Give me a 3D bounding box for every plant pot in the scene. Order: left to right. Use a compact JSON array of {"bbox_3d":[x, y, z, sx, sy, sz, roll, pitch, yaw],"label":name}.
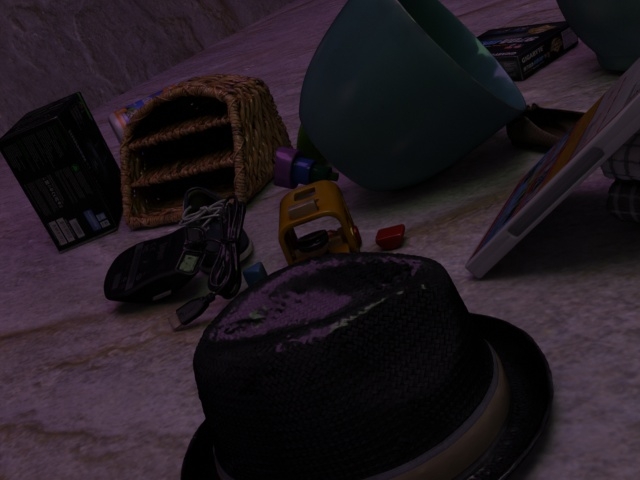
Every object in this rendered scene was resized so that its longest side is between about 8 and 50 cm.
[{"bbox_3d":[0.110,-0.213,1.114,0.235,0.293,0.293,-45,13,27],"label":"plant pot"},{"bbox_3d":[0.522,-0.391,1.226,0.293,0.196,0.293,-15,24,7],"label":"plant pot"}]

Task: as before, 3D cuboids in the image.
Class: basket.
[{"bbox_3d":[-0.239,-0.175,1.421,0.299,0.214,0.223,-7,27,33],"label":"basket"}]

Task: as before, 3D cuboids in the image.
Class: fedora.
[{"bbox_3d":[0.016,0.107,0.649,0.334,0.153,0.334,-19,23,9],"label":"fedora"}]

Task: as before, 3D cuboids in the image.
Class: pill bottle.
[{"bbox_3d":[-0.363,-0.294,1.873,0.272,0.152,0.152,-29,24,-13],"label":"pill bottle"}]

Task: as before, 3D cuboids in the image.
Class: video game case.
[{"bbox_3d":[0.273,-0.096,0.813,0.204,0.025,0.285,-47,-4,-45],"label":"video game case"}]

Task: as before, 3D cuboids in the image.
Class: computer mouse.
[{"bbox_3d":[-0.200,0.060,1.073,0.262,0.060,0.184,-25,44,23],"label":"computer mouse"}]

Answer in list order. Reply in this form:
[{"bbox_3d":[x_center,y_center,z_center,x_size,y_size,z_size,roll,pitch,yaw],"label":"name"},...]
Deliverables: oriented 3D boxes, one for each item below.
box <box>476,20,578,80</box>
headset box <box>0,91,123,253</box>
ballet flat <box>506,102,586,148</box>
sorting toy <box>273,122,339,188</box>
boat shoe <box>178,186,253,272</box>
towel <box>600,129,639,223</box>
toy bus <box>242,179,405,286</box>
[{"bbox_3d":[0.365,-0.370,1.513,0.175,0.051,0.220,-34,26,-25],"label":"box"},{"bbox_3d":[-0.513,-0.150,1.574,0.131,0.246,0.283,-23,22,0],"label":"headset box"},{"bbox_3d":[0.344,-0.155,1.050,0.084,0.058,0.250,-31,24,-17],"label":"ballet flat"},{"bbox_3d":[0.045,-0.180,1.353,0.126,0.127,0.365,13,33,17],"label":"sorting toy"},{"bbox_3d":[-0.169,-0.025,1.200,0.095,0.079,0.254,-23,23,-6],"label":"boat shoe"},{"bbox_3d":[0.458,-0.109,0.777,0.283,0.121,0.235,-37,25,-27],"label":"towel"},{"bbox_3d":[-0.005,-0.003,0.972,0.202,0.104,0.191,3,34,46],"label":"toy bus"}]
